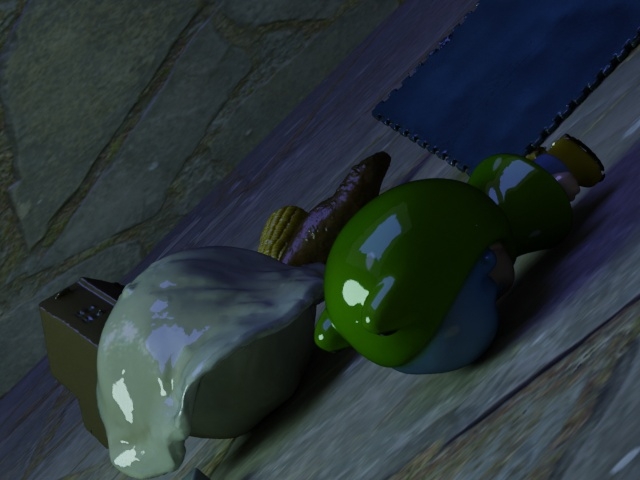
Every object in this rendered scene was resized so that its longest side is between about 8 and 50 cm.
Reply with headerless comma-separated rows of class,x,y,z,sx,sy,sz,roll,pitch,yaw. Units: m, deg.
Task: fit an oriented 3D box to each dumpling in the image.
dumpling,-0.094,0.082,1.746,0.318,0.187,0.243,-48,6,-38

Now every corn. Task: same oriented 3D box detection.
corn,-0.044,0.010,2.230,0.067,0.067,0.206,-42,12,17

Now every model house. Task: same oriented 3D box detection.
model house,-0.177,0.121,2.120,0.248,0.176,0.181,-29,43,-33

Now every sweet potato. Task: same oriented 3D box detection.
sweet potato,0.000,0.000,2.108,0.274,0.067,0.067,-53,11,-13

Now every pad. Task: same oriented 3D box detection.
pad,0.203,-0.188,1.875,0.269,0.012,0.269,-45,34,-3

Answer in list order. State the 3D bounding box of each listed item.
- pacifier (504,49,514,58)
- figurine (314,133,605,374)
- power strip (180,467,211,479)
pacifier,0.222,-0.178,1.915,0.068,0.064,0.083,-65,14,-13
figurine,0.109,0.005,1.411,0.263,0.143,0.162,-37,11,-28
power strip,-0.127,0.250,1.610,0.075,0.042,0.175,-44,9,10
